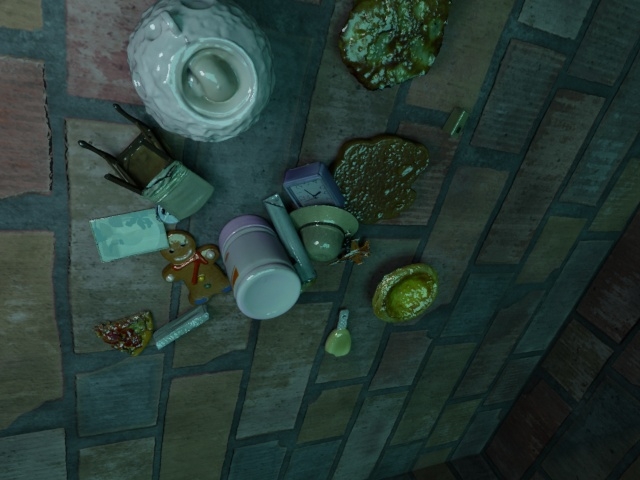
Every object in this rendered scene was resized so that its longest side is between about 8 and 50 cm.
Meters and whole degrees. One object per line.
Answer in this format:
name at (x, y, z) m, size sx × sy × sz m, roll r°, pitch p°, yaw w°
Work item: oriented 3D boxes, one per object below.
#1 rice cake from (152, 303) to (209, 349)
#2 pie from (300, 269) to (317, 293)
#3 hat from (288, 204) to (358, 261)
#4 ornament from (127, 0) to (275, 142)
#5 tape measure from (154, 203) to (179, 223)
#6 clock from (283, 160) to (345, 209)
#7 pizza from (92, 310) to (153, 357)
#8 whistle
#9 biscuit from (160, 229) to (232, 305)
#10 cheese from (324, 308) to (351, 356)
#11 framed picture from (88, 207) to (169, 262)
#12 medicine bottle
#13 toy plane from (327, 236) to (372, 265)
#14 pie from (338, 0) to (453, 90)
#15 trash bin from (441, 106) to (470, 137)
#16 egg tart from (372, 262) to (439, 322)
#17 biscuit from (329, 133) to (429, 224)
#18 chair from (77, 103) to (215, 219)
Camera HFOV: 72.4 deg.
rice cake at (-0.496, 0.304, 1.560) m, size 0.226 × 0.085 × 0.040 m, roll -32°, pitch 122°, yaw -3°
pie at (-0.135, 0.173, 1.543) m, size 0.274 × 0.274 × 0.055 m, roll -26°, pitch 100°, yaw -7°
hat at (0.000, 0.000, 1.482) m, size 0.256 × 0.130 × 0.257 m, roll 3°, pitch 153°, yaw 2°
ornament at (-0.278, -0.410, 1.043) m, size 0.336 × 0.337 × 0.337 m, roll -12°, pitch 126°, yaw -18°
tape measure at (-0.456, -0.098, 1.324) m, size 0.091 × 0.054 × 0.095 m, roll -12°, pitch 108°, yaw -25°
clock at (-0.021, -0.157, 1.443) m, size 0.144 × 0.073 × 0.193 m, roll -11°, pitch 135°, yaw 25°
pizza at (-0.681, 0.333, 1.510) m, size 0.193 × 0.053 × 0.201 m, roll 3°, pitch 120°, yaw -27°
whistle at (-0.100, -0.007, 1.431) m, size 0.062 × 0.312 × 0.062 m, roll -25°, pitch 171°, yaw -4°
biscuit at (-0.428, 0.095, 1.479) m, size 0.205 × 0.049 × 0.324 m, roll -26°, pitch 127°, yaw -7°
cheese at (0.086, 0.406, 1.927) m, size 0.127 × 0.050 × 0.256 m, roll -6°, pitch 122°, yaw -20°
framed picture at (-0.577, -0.017, 1.331) m, size 0.200 × 0.010 × 0.136 m, roll -13°, pitch 110°, yaw -17°
medicine bottle at (-0.202, 0.078, 1.399) m, size 0.202 × 0.316 × 0.202 m, roll -12°, pitch 126°, yaw -17°
toy plane at (0.112, 0.055, 1.705) m, size 0.188 × 0.062 × 0.135 m, roll -16°, pitch 128°, yaw 2°
pie at (0.214, -0.605, 1.277) m, size 0.354 × 0.103 × 0.289 m, roll -22°, pitch 129°, yaw -5°
trash bin at (0.480, -0.420, 1.555) m, size 0.042 × 0.061 × 0.092 m, roll 12°, pitch 113°, yaw -31°
egg tart at (0.350, 0.209, 1.872) m, size 0.318 × 0.128 × 0.319 m, roll -11°, pitch 123°, yaw -18°
biscuit at (0.211, -0.223, 1.550) m, size 0.380 × 0.074 × 0.359 m, roll -28°, pitch 129°, yaw -7°
chair at (-0.456, -0.200, 1.194) m, size 0.160 × 0.186 × 0.319 m, roll -45°, pitch 158°, yaw 3°
